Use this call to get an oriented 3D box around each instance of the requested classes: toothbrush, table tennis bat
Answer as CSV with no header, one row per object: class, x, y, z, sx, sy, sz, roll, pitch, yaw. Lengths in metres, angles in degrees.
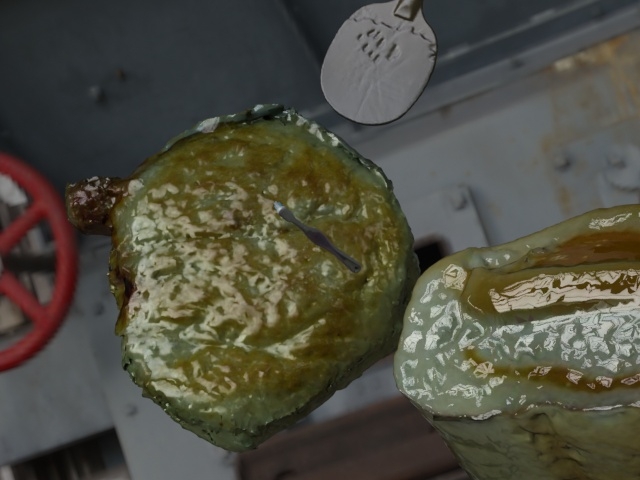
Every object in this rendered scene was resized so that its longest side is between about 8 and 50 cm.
toothbrush,0.000,0.000,1.065,0.011,0.013,0.131,-41,-38,8
table tennis bat,0.089,-0.246,1.616,0.234,0.131,0.022,-62,-16,-2

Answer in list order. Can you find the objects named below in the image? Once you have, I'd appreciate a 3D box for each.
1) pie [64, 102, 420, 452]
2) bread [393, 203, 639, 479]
pie,-0.079,0.041,1.664,0.395,0.418,0.180,-26,-29,-12
bread,0.258,0.122,0.992,0.300,0.210,0.341,-3,-38,36
